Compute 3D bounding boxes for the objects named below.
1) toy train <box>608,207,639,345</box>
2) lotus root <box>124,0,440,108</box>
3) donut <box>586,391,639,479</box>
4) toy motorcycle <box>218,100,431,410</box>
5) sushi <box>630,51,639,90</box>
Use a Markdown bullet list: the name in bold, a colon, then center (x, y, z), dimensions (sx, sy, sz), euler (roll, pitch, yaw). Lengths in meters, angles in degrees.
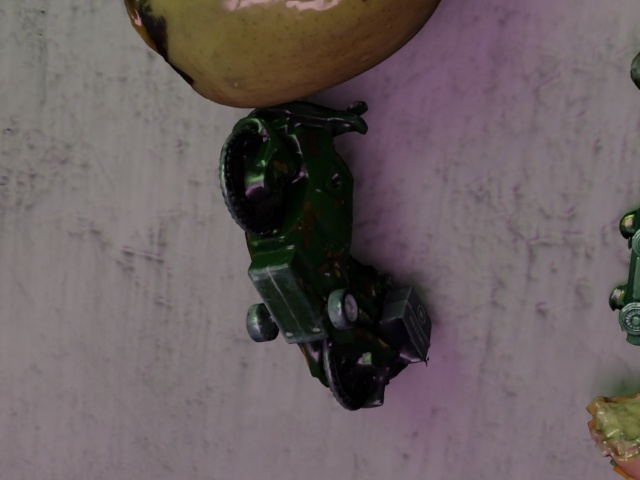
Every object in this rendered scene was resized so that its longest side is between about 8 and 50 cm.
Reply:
- **toy train**: center (0.268, 0.025, 1.134), dimensions (0.081, 0.050, 0.122), euler (2, 112, 3)
- **lotus root**: center (0.010, -0.207, 1.056), dimensions (0.309, 0.183, 0.183), euler (-22, 101, 17)
- **donut**: center (0.323, 0.113, 1.103), dimensions (0.199, 0.085, 0.233), euler (15, 119, -8)
- **toy motorcycle**: center (0.000, 0.000, 1.151), dimensions (0.124, 0.187, 0.275), euler (-10, 124, 26)
- **sushi**: center (0.323, -0.141, 1.012), dimensions (0.126, 0.136, 0.225), euler (45, 122, 1)
